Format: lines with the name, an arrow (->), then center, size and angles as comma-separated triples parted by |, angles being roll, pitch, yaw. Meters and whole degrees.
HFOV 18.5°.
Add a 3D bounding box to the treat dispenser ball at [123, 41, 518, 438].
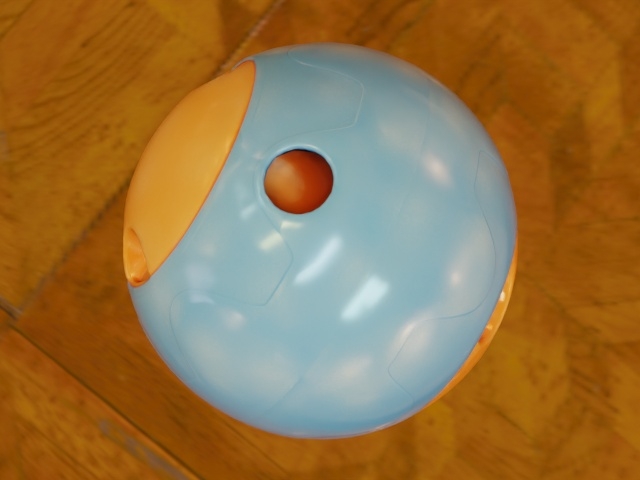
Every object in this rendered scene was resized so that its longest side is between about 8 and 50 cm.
treat dispenser ball -> 0.000, 0.000, 1.429 | 0.288, 0.288, 0.288 | -1, 92, -15
